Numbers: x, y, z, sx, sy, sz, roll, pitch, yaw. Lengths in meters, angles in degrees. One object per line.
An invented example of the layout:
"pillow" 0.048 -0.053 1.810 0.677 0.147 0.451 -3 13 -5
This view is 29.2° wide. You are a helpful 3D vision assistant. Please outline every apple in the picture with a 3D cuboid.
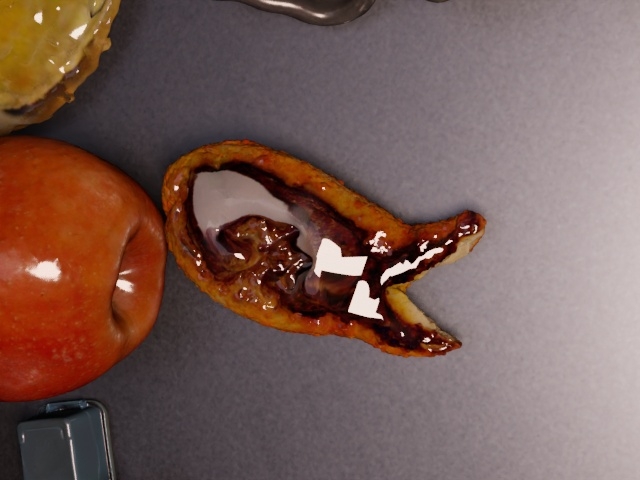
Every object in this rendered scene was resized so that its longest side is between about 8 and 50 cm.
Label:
"apple" -0.239 0.022 1.001 0.201 0.218 0.218 10 96 15

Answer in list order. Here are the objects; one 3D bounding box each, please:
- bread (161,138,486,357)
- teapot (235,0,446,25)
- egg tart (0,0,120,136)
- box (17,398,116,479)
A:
"bread" -0.005 0.007 0.985 0.269 0.095 0.139 17 101 5
"teapot" 0.026 -0.259 0.869 0.285 0.223 0.305 25 110 -26
"egg tart" -0.334 -0.252 1.069 0.345 0.132 0.345 0 91 18
"box" -0.228 0.194 1.089 0.074 0.054 0.099 -8 89 19
